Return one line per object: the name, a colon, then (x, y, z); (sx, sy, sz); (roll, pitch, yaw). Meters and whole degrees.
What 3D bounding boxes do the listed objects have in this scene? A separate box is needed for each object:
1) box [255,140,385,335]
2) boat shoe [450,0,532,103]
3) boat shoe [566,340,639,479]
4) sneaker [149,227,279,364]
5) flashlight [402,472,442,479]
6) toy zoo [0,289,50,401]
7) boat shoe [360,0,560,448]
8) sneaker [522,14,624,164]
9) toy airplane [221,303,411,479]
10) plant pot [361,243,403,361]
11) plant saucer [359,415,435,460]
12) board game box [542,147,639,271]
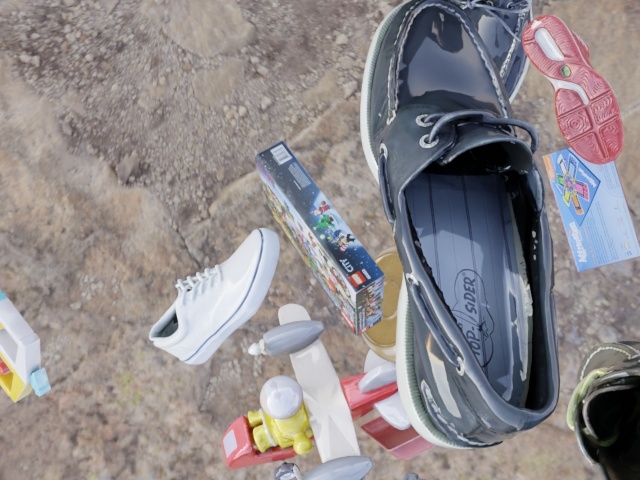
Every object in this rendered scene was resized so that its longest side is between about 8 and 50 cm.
box: (0.000, 0.000, 0.909); (0.044, 0.233, 0.159); (-31, 156, -12)
boat shoe: (0.289, -0.434, 1.196); (0.187, 0.156, 0.500); (21, 116, 25)
boat shoe: (0.247, 0.138, 0.526); (0.091, 0.305, 0.109); (20, 101, 2)
sneaker: (-0.148, 0.078, 0.932); (0.091, 0.094, 0.258); (21, 122, -29)
flashlight: (0.103, 0.460, 0.880); (0.103, 0.304, 0.103); (6, 137, 26)
toy zoo: (-0.544, 0.145, 1.141); (0.293, 0.030, 0.192); (47, 136, 14)
boat shoe: (0.102, -0.031, 0.472); (0.127, 0.113, 0.340); (5, 76, -14)
sneaker: (0.376, -0.217, 0.972); (0.087, 0.128, 0.221); (-24, 88, 39)
toy airplane: (-0.011, 0.341, 1.420); (0.272, 0.386, 0.384); (43, 67, -50)
plant pot: (0.141, 0.116, 1.339); (0.032, 0.236, 0.236); (13, 107, -34)
plant saucer: (0.239, 0.407, 1.541); (0.259, 0.258, 0.047); (-23, 90, -11)
board game box: (0.619, -0.081, 1.569); (0.145, 0.027, 0.281); (-17, 91, 18)
